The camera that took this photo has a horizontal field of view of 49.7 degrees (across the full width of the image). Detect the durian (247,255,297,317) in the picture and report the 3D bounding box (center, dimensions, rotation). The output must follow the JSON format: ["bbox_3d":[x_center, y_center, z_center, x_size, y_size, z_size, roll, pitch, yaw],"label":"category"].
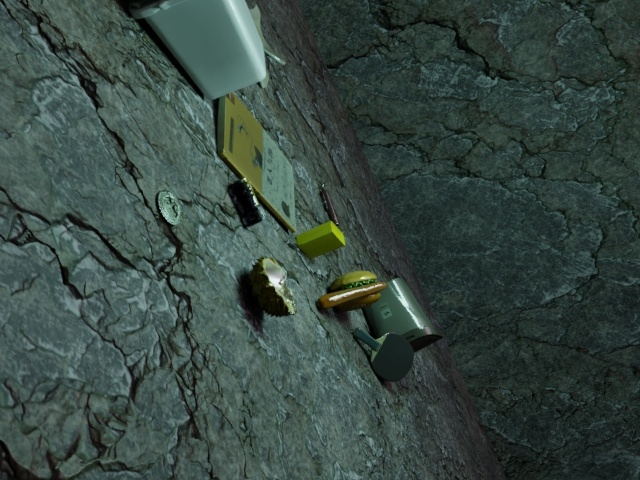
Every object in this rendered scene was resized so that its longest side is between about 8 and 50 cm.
[{"bbox_3d":[-0.124,0.101,1.611,0.140,0.078,0.224,47,11,-21],"label":"durian"}]

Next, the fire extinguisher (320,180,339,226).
[{"bbox_3d":[0.026,-0.133,2.538,0.049,0.035,0.173,-10,74,-35],"label":"fire extinguisher"}]

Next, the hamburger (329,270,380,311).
[{"bbox_3d":[0.107,0.159,2.158,0.162,0.162,0.115,16,58,-71],"label":"hamburger"}]

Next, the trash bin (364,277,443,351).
[{"bbox_3d":[0.276,0.281,2.461,0.250,0.219,0.219,64,12,15],"label":"trash bin"}]

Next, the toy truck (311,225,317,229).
[{"bbox_3d":[0.013,-0.014,2.254,0.090,0.073,0.056,52,16,-1],"label":"toy truck"}]

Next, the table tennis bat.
[{"bbox_3d":[0.207,0.363,2.274,0.274,0.154,0.021,38,-13,-29],"label":"table tennis bat"}]

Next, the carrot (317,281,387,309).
[{"bbox_3d":[0.096,0.159,2.046,0.043,0.247,0.043,31,-53,52],"label":"carrot"}]

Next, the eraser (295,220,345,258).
[{"bbox_3d":[0.000,0.000,2.072,0.097,0.122,0.045,44,28,-53],"label":"eraser"}]

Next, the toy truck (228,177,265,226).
[{"bbox_3d":[-0.183,-0.097,1.730,0.123,0.052,0.063,65,9,0],"label":"toy truck"}]

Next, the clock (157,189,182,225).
[{"bbox_3d":[-0.298,-0.064,1.366,0.074,0.010,0.083,62,17,-18],"label":"clock"}]

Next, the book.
[{"bbox_3d":[-0.172,-0.223,1.952,0.389,0.032,0.269,48,29,-47],"label":"book"}]

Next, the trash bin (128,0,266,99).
[{"bbox_3d":[-0.267,-0.560,1.707,0.368,0.296,0.256,59,15,-46],"label":"trash bin"}]

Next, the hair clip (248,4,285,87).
[{"bbox_3d":[-0.220,-0.671,2.362,0.282,0.113,0.172,61,15,-1],"label":"hair clip"}]
